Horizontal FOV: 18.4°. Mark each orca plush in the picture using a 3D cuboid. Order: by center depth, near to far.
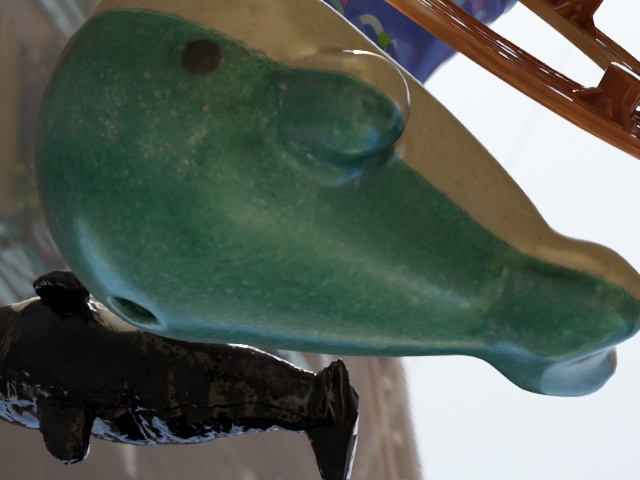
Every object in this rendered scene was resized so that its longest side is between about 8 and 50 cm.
[{"bbox_3d":[-0.118,0.113,1.214,0.287,0.151,0.102,18,-128,20],"label":"orca plush"}]

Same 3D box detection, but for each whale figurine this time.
[{"bbox_3d":[0.000,0.000,0.838,0.272,0.216,0.141,31,-112,7],"label":"whale figurine"}]

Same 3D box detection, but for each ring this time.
[{"bbox_3d":[0.080,-0.133,0.984,0.032,0.337,0.336,-56,-137,16],"label":"ring"}]

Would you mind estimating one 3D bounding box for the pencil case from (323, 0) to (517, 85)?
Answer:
[{"bbox_3d":[-0.004,-0.123,1.223,0.306,0.133,0.119,-41,-157,-32],"label":"pencil case"}]
